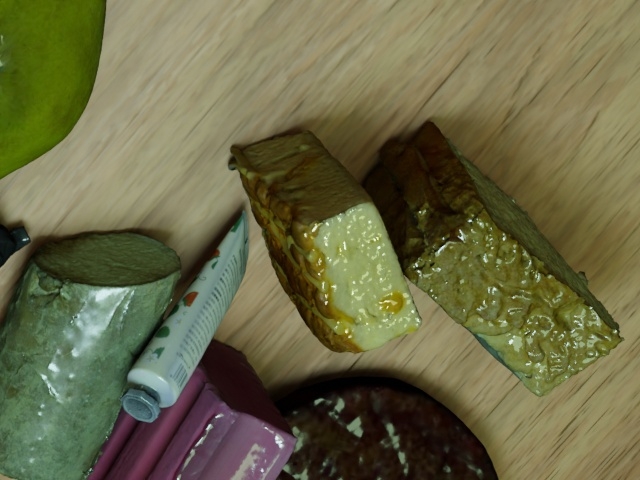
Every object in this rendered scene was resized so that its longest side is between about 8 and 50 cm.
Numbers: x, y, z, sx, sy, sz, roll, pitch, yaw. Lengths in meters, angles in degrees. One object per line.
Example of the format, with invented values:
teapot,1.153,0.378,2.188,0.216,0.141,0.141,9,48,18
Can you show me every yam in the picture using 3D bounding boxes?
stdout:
yam,-0.283,0.129,1.898,0.168,0.168,0.304,18,107,-23

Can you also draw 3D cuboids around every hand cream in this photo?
hand cream,-0.138,0.086,1.885,0.059,0.276,0.095,18,139,16

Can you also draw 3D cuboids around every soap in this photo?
soap,-0.194,0.297,1.958,0.128,0.233,0.359,27,102,-29

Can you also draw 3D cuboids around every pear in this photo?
pear,-0.347,-0.204,1.690,0.269,0.269,0.321,28,89,-25

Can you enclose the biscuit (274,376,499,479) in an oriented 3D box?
biscuit,0.033,0.365,2.088,0.407,0.091,0.407,-2,97,-22

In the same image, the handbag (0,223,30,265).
handbag,-0.474,0.043,1.806,0.332,0.191,0.075,-25,76,-7

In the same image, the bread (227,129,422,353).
bread,0.000,0.000,1.864,0.114,0.274,0.184,-27,118,-8

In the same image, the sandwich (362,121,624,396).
sandwich,0.205,0.039,1.953,0.131,0.262,0.325,-44,118,10
